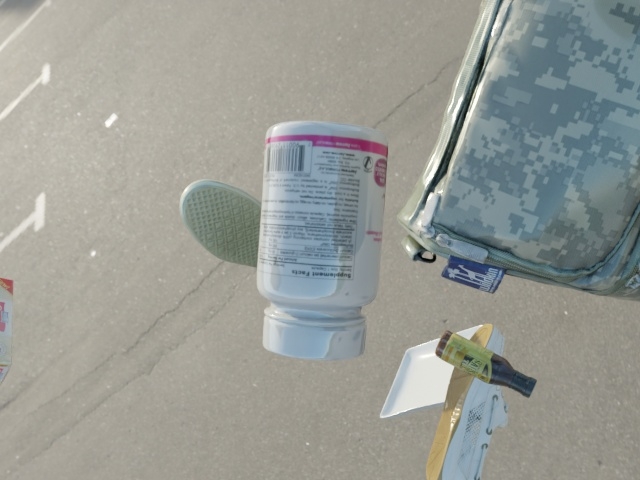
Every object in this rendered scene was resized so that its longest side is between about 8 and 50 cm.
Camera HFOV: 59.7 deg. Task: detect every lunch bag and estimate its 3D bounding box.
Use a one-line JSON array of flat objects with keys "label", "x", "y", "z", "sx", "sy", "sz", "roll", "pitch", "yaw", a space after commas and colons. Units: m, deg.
[{"label": "lunch bag", "x": 0.225, "y": -0.103, "z": 0.507, "sx": 0.212, "sy": 0.255, "sz": 0.305, "roll": -130, "pitch": 56, "yaw": -66}]

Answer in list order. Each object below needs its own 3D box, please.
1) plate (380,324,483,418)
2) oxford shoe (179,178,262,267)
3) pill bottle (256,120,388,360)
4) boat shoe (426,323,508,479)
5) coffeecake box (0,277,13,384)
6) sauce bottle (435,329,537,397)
[{"label": "plate", "x": 0.314, "y": 0.365, "z": 1.512, "sx": 0.278, "sy": 0.045, "sz": 0.277, "roll": -30, "pitch": 14, "yaw": 38}, {"label": "oxford shoe", "x": -0.171, "y": -0.028, "z": 1.354, "sx": 0.169, "sy": 0.449, "sz": 0.130, "roll": -47, "pitch": 50, "yaw": 12}, {"label": "pill bottle", "x": 0.000, "y": 0.000, "z": 0.723, "sx": 0.160, "sy": 0.160, "sz": 0.283, "roll": 6, "pitch": 93, "yaw": 41}, {"label": "boat shoe", "x": 0.261, "y": 0.279, "z": 0.920, "sx": 0.096, "sy": 0.098, "sz": 0.277, "roll": 22, "pitch": 79, "yaw": -1}, {"label": "coffeecake box", "x": -0.444, "y": 0.092, "z": 0.606, "sx": 0.068, "sy": 0.185, "sz": 0.142, "roll": -53, "pitch": 42, "yaw": 20}, {"label": "sauce bottle", "x": 0.213, "y": 0.160, "z": 0.720, "sx": 0.128, "sy": 0.042, "sz": 0.042, "roll": 24, "pitch": 75, "yaw": 24}]
